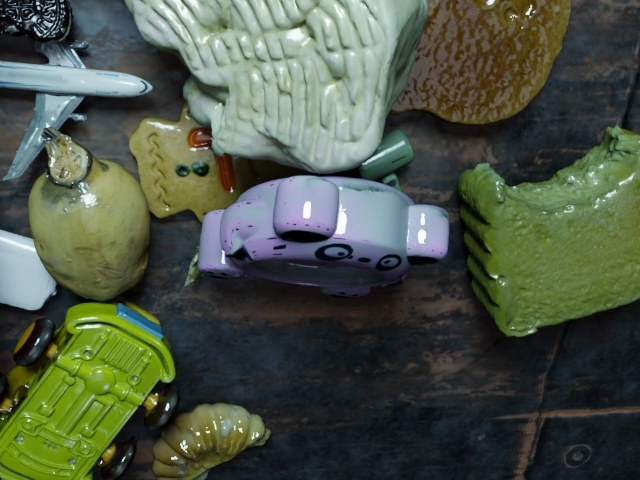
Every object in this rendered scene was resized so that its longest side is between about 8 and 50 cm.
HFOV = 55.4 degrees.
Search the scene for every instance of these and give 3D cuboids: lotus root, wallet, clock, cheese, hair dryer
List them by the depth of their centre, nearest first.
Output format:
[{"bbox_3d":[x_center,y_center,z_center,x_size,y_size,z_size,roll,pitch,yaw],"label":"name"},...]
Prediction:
[{"bbox_3d":[0.000,0.000,0.669,0.228,0.248,0.090,11,75,-26],"label":"clock"},{"bbox_3d":[-0.258,-0.023,0.681,0.125,0.118,0.221,-21,135,-29],"label":"lotus root"},{"bbox_3d":[-0.410,0.025,0.729,0.190,0.033,0.095,18,111,-16],"label":"wallet"},{"bbox_3d":[-0.137,0.023,0.770,0.084,0.041,0.060,-16,124,-25],"label":"cheese"},{"bbox_3d":[0.094,-0.062,0.774,0.071,0.047,0.150,-24,121,0],"label":"hair dryer"}]

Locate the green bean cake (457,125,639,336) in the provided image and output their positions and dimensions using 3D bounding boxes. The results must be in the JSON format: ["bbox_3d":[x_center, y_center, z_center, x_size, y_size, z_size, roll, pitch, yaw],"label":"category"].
[{"bbox_3d":[0.303,-0.019,0.781,0.236,0.124,0.233,-14,116,-4],"label":"green bean cake"}]

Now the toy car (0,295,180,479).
[{"bbox_3d":[-0.296,0.178,0.755,0.200,0.142,0.248,41,92,-25],"label":"toy car"}]

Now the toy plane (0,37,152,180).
[{"bbox_3d":[-0.296,-0.173,0.649,0.226,0.058,0.226,2,101,-15],"label":"toy plane"}]

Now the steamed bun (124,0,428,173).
[{"bbox_3d":[-0.035,-0.231,0.581,0.275,0.206,0.320,-14,116,31],"label":"steamed bun"}]

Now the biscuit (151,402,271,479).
[{"bbox_3d":[-0.169,0.298,0.874,0.183,0.061,0.118,-28,113,4],"label":"biscuit"}]

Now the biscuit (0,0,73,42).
[{"bbox_3d":[-0.297,-0.229,0.608,0.089,0.027,0.087,-37,94,-16],"label":"biscuit"}]

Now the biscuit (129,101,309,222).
[{"bbox_3d":[-0.109,-0.094,0.728,0.226,0.036,0.166,-5,113,-8],"label":"biscuit"}]

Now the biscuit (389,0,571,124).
[{"bbox_3d":[0.159,-0.266,0.691,0.257,0.049,0.273,-2,112,-6],"label":"biscuit"}]
